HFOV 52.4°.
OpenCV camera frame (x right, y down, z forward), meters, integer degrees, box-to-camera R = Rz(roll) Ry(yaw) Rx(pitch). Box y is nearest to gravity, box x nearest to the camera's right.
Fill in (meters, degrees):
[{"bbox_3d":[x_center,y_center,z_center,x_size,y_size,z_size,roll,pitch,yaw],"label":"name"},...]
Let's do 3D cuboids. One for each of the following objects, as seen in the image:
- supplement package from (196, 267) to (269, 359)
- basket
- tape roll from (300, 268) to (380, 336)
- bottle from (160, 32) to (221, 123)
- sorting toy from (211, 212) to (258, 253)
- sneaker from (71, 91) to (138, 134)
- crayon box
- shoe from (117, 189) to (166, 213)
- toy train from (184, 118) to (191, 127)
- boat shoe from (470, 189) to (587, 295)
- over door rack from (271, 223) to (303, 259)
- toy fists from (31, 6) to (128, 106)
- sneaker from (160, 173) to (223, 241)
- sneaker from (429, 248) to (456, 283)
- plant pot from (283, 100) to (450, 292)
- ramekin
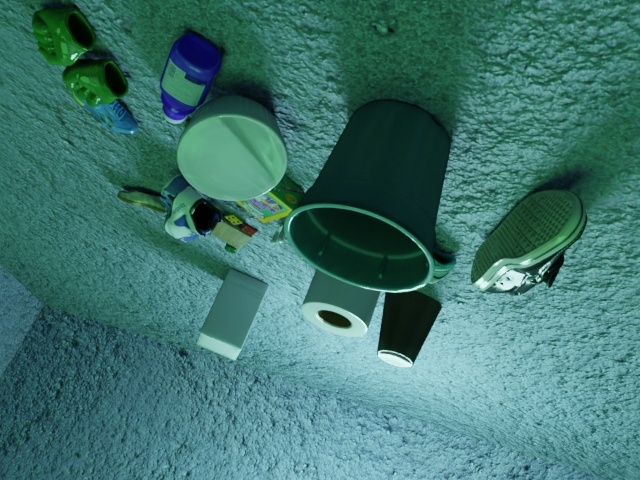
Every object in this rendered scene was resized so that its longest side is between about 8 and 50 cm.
[{"bbox_3d":[-0.350,0.294,2.583,0.175,0.293,0.177,24,152,-5],"label":"supplement package"},{"bbox_3d":[0.286,0.302,2.212,0.204,0.227,0.154,13,151,15],"label":"basket"},{"bbox_3d":[0.073,0.203,2.253,0.246,0.169,0.246,16,152,9],"label":"tape roll"},{"bbox_3d":[-0.329,-0.381,1.586,0.118,0.092,0.283,31,151,-10],"label":"bottle"},{"bbox_3d":[-0.302,-0.040,2.221,0.132,0.046,0.274,30,152,-14],"label":"sorting toy"},{"bbox_3d":[-0.590,-0.373,1.815,0.082,0.069,0.209,-17,134,45],"label":"sneaker"},{"bbox_3d":[-0.201,-0.170,1.880,0.278,0.081,0.165,39,148,-29],"label":"crayon box"},{"bbox_3d":[-0.606,-0.143,2.259,0.218,0.058,0.076,18,-177,17],"label":"shoe"},{"bbox_3d":[-0.359,-0.289,1.845,0.036,0.027,0.158,9,151,1],"label":"toy train"},{"bbox_3d":[0.528,0.020,1.600,0.155,0.187,0.500,17,158,-2],"label":"boat shoe"},{"bbox_3d":[0.000,0.000,2.012,0.239,0.108,0.324,28,152,-13],"label":"over door rack"},{"bbox_3d":[-0.616,-0.456,1.643,0.142,0.096,0.279,4,143,29],"label":"toy fists"},{"bbox_3d":[-0.415,-0.062,2.127,0.182,0.127,0.316,37,155,15],"label":"sneaker"},{"bbox_3d":[0.274,0.020,1.891,0.275,0.107,0.110,28,133,-21],"label":"sneaker"},{"bbox_3d":[0.133,-0.110,1.475,0.340,0.334,0.341,17,151,9],"label":"plant pot"},{"bbox_3d":[-0.218,-0.239,1.635,0.272,0.127,0.273,-1,134,-1],"label":"ramekin"}]
